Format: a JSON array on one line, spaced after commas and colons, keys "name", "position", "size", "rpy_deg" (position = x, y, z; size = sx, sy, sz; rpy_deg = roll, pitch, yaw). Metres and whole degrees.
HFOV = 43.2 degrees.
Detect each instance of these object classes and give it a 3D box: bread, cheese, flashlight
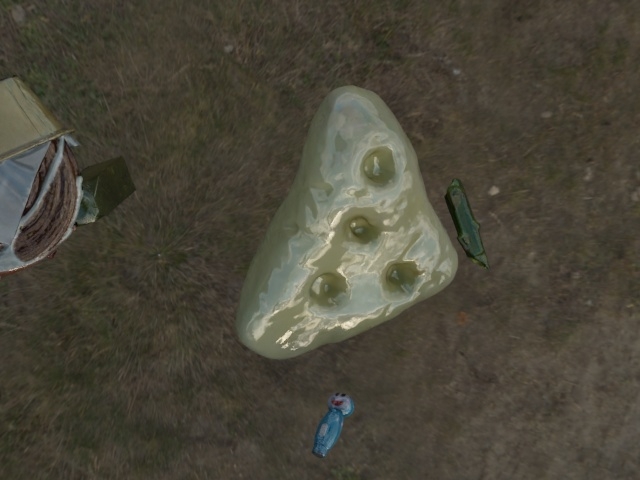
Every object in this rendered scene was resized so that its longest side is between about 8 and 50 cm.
[{"name": "bread", "position": [-0.378, -0.062, 0.920], "size": [0.224, 0.142, 0.212], "rpy_deg": [-28, 103, -21]}, {"name": "cheese", "position": [0.000, 0.000, 1.083], "size": [0.328, 0.129, 0.351], "rpy_deg": [-33, 130, -3]}, {"name": "flashlight", "position": [0.022, 0.331, 1.450], "size": [0.051, 0.051, 0.129], "rpy_deg": [33, 54, -9]}]

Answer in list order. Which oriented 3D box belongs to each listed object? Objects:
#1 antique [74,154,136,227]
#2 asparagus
[{"name": "antique", "position": [-0.433, -0.093, 1.558], "size": [0.081, 0.221, 0.080], "rpy_deg": [-17, 106, 9]}, {"name": "asparagus", "position": [0.146, -0.013, 0.806], "size": [0.025, 0.021, 0.108], "rpy_deg": [13, 51, -40]}]
